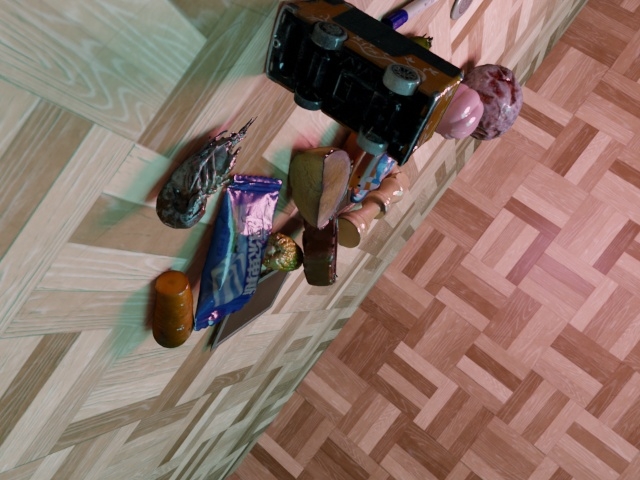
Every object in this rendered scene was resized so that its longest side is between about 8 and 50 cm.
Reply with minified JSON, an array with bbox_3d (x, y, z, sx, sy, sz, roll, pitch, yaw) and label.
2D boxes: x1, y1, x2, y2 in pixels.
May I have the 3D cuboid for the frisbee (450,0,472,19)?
[{"bbox_3d":[0.378,-0.629,1.387,0.110,0.014,0.110,-47,164,-18],"label":"frisbee"}]

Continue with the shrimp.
[{"bbox_3d":[-0.171,-0.116,0.832,0.233,0.079,0.090,-54,170,-16],"label":"shrimp"}]

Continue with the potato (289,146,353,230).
[{"bbox_3d":[0.002,-0.151,1.210,0.138,0.098,0.243,-46,158,-33],"label":"potato"}]

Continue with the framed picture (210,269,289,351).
[{"bbox_3d":[-0.190,0.170,1.512,0.296,0.019,0.232,-31,154,-54],"label":"framed picture"}]

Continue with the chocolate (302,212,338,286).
[{"bbox_3d":[0.000,0.000,1.396,0.148,0.093,0.214,87,4,-51],"label":"chocolate"}]

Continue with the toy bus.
[{"bbox_3d":[0.066,-0.259,0.827,0.167,0.275,0.138,-42,161,-44],"label":"toy bus"}]

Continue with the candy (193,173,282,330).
[{"bbox_3d":[-0.169,0.021,1.092,0.187,0.077,0.331,-13,122,-63],"label":"candy"}]

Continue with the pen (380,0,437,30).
[{"bbox_3d":[0.218,-0.512,1.151,0.269,0.033,0.033,-43,162,-32],"label":"pen"}]

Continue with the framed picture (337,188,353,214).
[{"bbox_3d":[0.088,-0.167,1.572,0.184,0.016,0.250,-38,159,-43],"label":"framed picture"}]

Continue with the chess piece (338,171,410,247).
[{"bbox_3d":[0.191,-0.124,1.792,0.397,0.117,0.117,-42,161,-39],"label":"chess piece"}]

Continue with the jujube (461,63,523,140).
[{"bbox_3d":[0.580,-0.484,1.867,0.215,0.246,0.308,-23,157,8],"label":"jujube"}]

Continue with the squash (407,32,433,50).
[{"bbox_3d":[0.176,-0.415,1.181,0.071,0.080,0.318,-16,-172,37],"label":"squash"}]

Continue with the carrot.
[{"bbox_3d":[-0.288,0.144,1.047,0.087,0.087,0.193,-39,162,-40],"label":"carrot"}]

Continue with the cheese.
[{"bbox_3d":[0.121,-0.201,1.366,0.217,0.129,0.329,-54,171,-18],"label":"cheese"}]

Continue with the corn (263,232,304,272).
[{"bbox_3d":[-0.097,0.035,1.351,0.091,0.091,0.260,-36,169,2],"label":"corn"}]

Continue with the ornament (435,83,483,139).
[{"bbox_3d":[0.441,-0.423,1.727,0.177,0.177,0.177,-47,164,-18],"label":"ornament"}]
